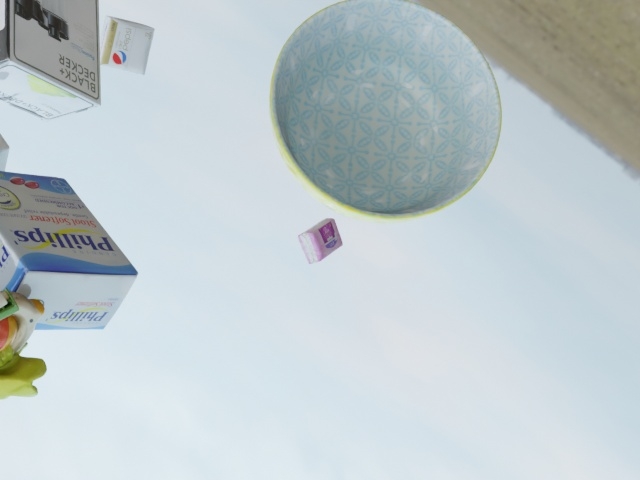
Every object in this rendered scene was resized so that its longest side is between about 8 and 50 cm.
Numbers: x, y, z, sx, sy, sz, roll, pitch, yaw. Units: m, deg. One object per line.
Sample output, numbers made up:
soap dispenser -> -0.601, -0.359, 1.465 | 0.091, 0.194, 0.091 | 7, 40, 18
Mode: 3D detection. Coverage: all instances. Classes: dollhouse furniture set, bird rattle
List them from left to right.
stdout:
bird rattle -> -0.561, 0.160, 1.887 | 0.253, 0.207, 0.143 | 19, -157, -49
dollhouse furniture set -> -0.449, 0.051, 1.516 | 0.076, 0.058, 0.151 | 46, 160, 39

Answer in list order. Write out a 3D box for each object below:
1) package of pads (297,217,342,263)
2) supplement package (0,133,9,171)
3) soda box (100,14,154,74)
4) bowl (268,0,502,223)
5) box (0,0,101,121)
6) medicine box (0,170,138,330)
package of pads -> 0.000, 0.000, 1.798 | 0.083, 0.032, 0.050 | -34, -72, -58
supplement package -> -0.735, -0.137, 2.254 | 0.194, 0.203, 0.149 | -15, -127, -38
soda box -> -0.302, -0.302, 1.787 | 0.069, 0.074, 0.216 | 12, -171, -15
bowl -> 0.067, -0.143, 1.464 | 0.289, 0.289, 0.156 | 38, 161, 2
box -> -0.345, -0.305, 1.377 | 0.169, 0.087, 0.290 | 27, -124, -60
medicine box -> -0.521, 0.017, 2.077 | 0.289, 0.149, 0.263 | 46, -157, 29
